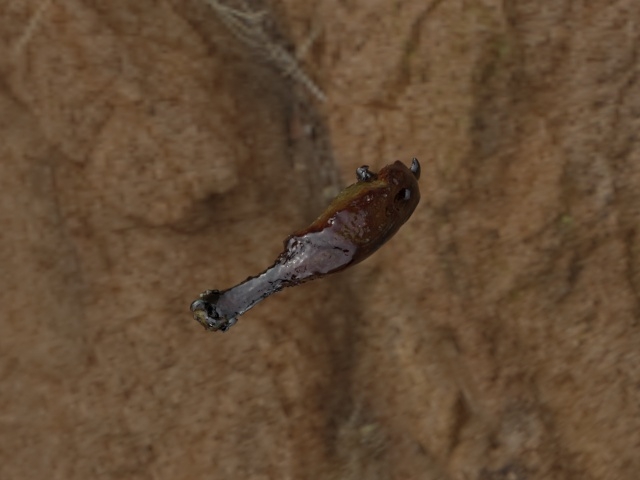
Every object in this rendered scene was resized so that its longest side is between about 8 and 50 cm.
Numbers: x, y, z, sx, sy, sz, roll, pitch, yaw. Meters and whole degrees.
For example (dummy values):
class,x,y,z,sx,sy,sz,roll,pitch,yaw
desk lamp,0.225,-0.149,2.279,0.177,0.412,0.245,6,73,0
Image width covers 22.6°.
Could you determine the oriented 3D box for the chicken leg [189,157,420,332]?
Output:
class,x,y,z,sx,sy,sz,roll,pitch,yaw
chicken leg,0.000,0.000,1.335,0.106,0.253,0.051,-7,114,56
